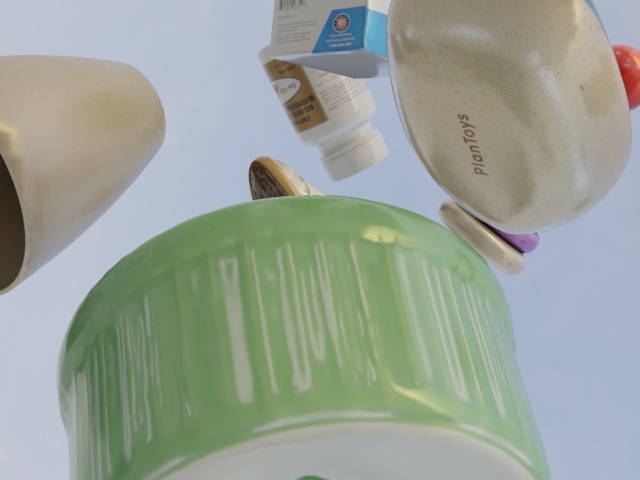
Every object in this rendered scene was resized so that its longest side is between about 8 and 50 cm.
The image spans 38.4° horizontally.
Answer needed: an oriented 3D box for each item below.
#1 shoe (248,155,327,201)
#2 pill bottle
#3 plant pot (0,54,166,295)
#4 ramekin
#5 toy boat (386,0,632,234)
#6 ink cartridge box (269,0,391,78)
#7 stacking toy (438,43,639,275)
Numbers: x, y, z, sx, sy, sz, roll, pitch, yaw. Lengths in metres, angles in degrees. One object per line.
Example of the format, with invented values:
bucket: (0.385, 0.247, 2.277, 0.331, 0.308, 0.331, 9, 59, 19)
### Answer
shoe: (0.000, 0.000, 0.971, 0.219, 0.058, 0.076, 55, -38, 8)
pill bottle: (0.010, -0.212, 1.396, 0.131, 0.131, 0.229, -19, -76, 38)
plant pot: (-0.318, -0.110, 1.059, 0.256, 0.274, 0.257, 18, -57, 29)
ramekin: (-0.009, 0.136, 0.561, 0.303, 0.303, 0.148, -48, -148, 27)
toy boat: (0.210, -0.102, 0.699, 0.318, 0.268, 0.148, 17, -120, 29)
ink cartridge box: (0.059, -0.339, 1.179, 0.171, 0.168, 0.233, 8, -88, 45)
stacking toy: (0.307, -0.118, 1.208, 0.330, 0.141, 0.141, -51, -124, 10)
